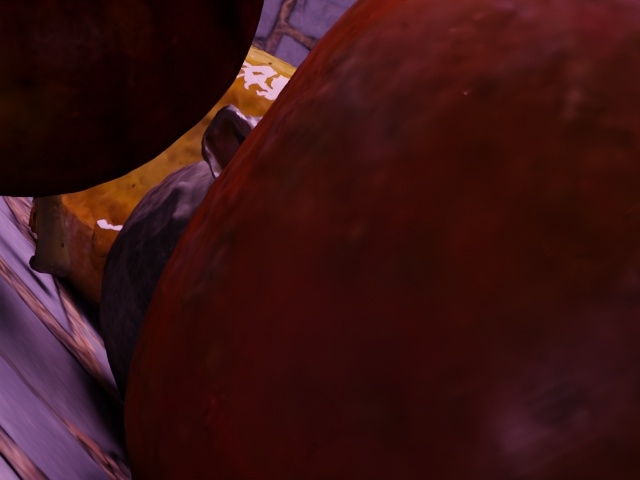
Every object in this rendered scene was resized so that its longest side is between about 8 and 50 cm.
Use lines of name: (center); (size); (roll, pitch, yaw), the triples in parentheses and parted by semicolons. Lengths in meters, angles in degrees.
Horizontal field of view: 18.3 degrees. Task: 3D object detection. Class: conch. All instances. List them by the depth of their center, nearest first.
conch: (-0.022, 0.027, 0.780); (0.207, 0.130, 0.155); (99, -19, -62)

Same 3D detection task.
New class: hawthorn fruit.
hawthorn fruit: (0.083, 0.049, 0.618); (0.284, 0.284, 0.284); (50, -1, 1)

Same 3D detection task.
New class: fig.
fig: (-0.117, -0.110, 0.753); (0.204, 0.186, 0.249); (32, -8, 0)

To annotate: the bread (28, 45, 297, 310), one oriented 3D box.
bread: (0.002, 0.004, 0.956); (0.260, 0.160, 0.147); (31, -3, -21)
